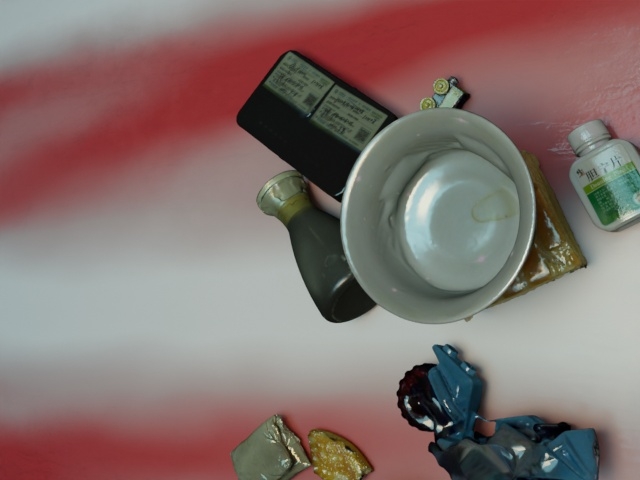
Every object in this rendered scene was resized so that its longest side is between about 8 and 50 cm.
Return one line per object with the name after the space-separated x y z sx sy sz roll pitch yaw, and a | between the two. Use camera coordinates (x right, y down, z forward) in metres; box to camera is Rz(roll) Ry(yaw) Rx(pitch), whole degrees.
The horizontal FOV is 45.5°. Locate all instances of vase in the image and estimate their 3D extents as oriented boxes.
0.000 0.000 1.570 0.173 0.173 0.321 -51 57 22 | vase

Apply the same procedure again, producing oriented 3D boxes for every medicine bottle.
0.489 -0.112 1.290 0.119 0.069 0.183 -33 70 31 | medicine bottle

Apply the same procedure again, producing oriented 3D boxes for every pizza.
0.035 0.459 1.593 0.160 0.036 0.099 27 103 32 | pizza

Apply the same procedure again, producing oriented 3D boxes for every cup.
0.220 -0.036 1.277 0.347 0.163 0.347 -3 85 36 | cup

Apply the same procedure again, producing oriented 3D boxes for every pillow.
-0.120 0.481 1.674 0.181 0.078 0.134 -45 63 28 | pillow

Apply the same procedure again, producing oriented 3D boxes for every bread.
0.323 -0.008 1.372 0.239 0.111 0.246 -28 73 31 | bread

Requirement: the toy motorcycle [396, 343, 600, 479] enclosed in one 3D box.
0.321 0.340 1.345 0.416 0.172 0.232 45 106 36 | toy motorcycle

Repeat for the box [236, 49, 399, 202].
-0.009 -0.246 1.601 0.350 0.058 0.211 41 94 33 | box

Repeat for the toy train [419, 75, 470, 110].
0.216 -0.222 1.485 0.081 0.060 0.202 41 111 20 | toy train
